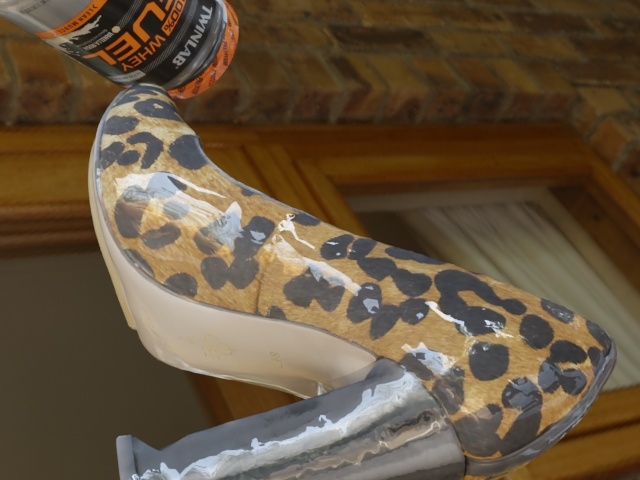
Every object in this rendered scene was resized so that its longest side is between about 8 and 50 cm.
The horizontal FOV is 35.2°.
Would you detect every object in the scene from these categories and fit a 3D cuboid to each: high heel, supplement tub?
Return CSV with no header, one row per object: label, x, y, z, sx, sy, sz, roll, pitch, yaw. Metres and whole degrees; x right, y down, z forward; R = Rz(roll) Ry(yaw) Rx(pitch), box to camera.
high heel,0.000,0.000,0.439,0.186,0.261,0.093,-14,-43,-4
supplement tub,-0.151,-0.181,0.735,0.117,0.117,0.190,-43,-35,14
